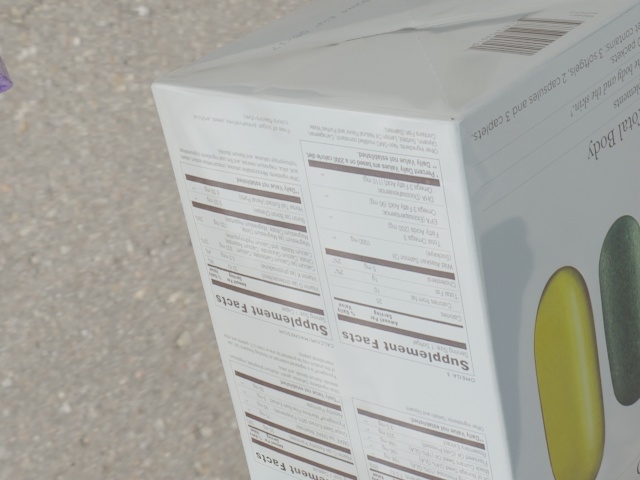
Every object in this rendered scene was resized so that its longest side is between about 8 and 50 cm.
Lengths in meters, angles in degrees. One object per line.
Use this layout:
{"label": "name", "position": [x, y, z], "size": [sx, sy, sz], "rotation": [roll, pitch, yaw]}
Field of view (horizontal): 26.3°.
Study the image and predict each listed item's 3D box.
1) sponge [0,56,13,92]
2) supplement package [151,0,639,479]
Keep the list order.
{"label": "sponge", "position": [-0.187, -0.124, 0.563], "size": [0.031, 0.210, 0.117], "rotation": [-28, 86, -1]}
{"label": "supplement package", "position": [0.071, 0.009, 0.742], "size": [0.198, 0.199, 0.263], "rotation": [12, 124, 41]}
